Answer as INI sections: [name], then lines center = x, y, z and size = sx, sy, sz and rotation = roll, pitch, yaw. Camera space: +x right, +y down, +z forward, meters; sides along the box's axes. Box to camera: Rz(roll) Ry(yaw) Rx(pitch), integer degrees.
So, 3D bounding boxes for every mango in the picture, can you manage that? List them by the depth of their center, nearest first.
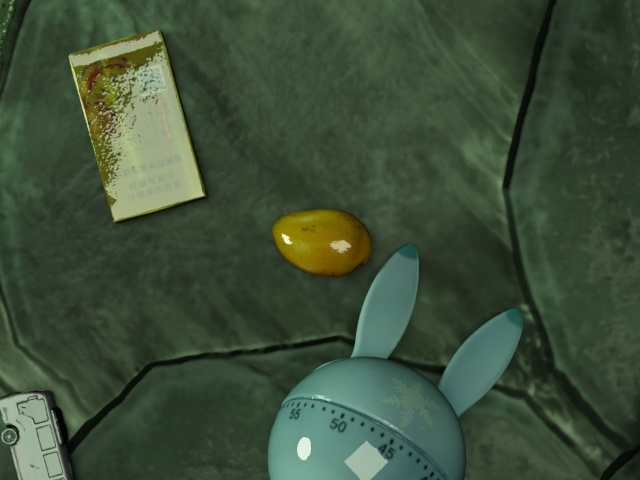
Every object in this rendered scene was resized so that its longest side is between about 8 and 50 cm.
[mango]
center = 0.000, 0.000, 1.002
size = 0.089, 0.046, 0.060
rotation = 16, 86, 16

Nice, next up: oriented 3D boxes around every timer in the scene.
[timer]
center = 0.053, 0.145, 0.959
size = 0.175, 0.255, 0.175
rotation = 11, 125, 16

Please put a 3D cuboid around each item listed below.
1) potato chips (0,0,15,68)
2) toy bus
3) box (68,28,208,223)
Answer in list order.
[potato chips]
center = -0.336, -0.233, 1.020
size = 0.167, 0.059, 0.228
rotation = -33, 87, -9
[toy bus]
center = -0.241, 0.193, 1.006
size = 0.052, 0.037, 0.131
rotation = -15, 88, 0
[box]
center = -0.160, -0.101, 1.023
size = 0.089, 0.022, 0.156
rotation = -17, 87, 0
